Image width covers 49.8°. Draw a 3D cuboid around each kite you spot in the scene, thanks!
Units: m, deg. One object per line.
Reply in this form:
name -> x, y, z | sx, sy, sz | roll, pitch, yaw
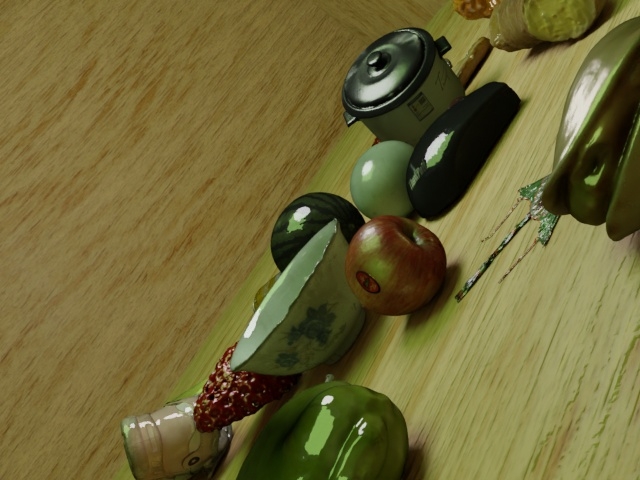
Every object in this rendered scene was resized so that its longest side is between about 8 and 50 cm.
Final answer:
kite -> 0.246, -0.018, 0.860 | 0.244, 0.006, 0.198 | -51, 9, 19

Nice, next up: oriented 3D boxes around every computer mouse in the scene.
computer mouse -> 0.231, -0.169, 1.230 | 0.269, 0.100, 0.170 | -55, 11, -11

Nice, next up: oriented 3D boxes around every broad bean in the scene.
broad bean -> -0.013, 0.266, 0.763 | 0.291, 0.119, 0.238 | -51, 16, 30

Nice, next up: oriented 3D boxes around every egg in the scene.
egg -> 0.136, -0.118, 1.361 | 0.149, 0.149, 0.192 | -47, 8, 39

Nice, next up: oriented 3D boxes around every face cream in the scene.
face cream -> -0.087, 0.132, 1.727 | 0.105, 0.105, 0.349 | -59, 10, -30

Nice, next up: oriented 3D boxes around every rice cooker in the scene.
rice cooker -> 0.179, -0.334, 1.528 | 0.280, 0.227, 0.241 | -34, 43, 20

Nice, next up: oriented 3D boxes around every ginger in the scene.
ginger -> 0.403, -0.416, 1.228 | 0.190, 0.126, 0.354 | -42, 13, 10

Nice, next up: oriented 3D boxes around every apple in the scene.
apple -> 0.104, 0.037, 0.974 | 0.131, 0.146, 0.146 | -60, 4, 31

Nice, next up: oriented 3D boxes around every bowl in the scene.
bowl -> -0.012, 0.131, 1.190 | 0.313, 0.146, 0.313 | -52, 7, 9

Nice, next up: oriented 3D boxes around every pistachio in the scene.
pistachio -> 0.283, -0.105, 0.609 | 0.215, 0.144, 0.144 | -59, 8, 2

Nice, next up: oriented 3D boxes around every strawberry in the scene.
strawberry -> -0.156, 0.255, 1.314 | 0.236, 0.111, 0.190 | -34, 19, -31

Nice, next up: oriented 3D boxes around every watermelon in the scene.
watermelon -> 0.000, 0.000, 1.441 | 0.212, 0.212, 0.212 | -52, 9, 11

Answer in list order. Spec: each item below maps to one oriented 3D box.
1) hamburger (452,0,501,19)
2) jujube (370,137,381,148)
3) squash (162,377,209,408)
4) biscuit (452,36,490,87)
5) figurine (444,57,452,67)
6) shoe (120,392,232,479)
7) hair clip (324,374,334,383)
hamburger -> 0.430, -0.685, 1.810 | 0.237, 0.237, 0.149 | -45, 16, 44
jujube -> 0.182, -0.228, 1.736 | 0.112, 0.109, 0.176 | -19, -9, -14
squash -> -0.304, 0.410, 1.740 | 0.287, 0.137, 0.137 | -46, 11, 29
biscuit -> 0.334, -0.393, 1.744 | 0.299, 0.045, 0.154 | -52, 8, 8
figurine -> 0.285, -0.437, 1.994 | 0.229, 0.112, 0.137 | -64, 14, -4
shoe -> -0.283, 0.432, 1.474 | 0.198, 0.172, 0.351 | -19, -15, -4
hair clip -> -0.023, 0.268, 0.964 | 0.218, 0.071, 0.159 | -49, 2, 31
